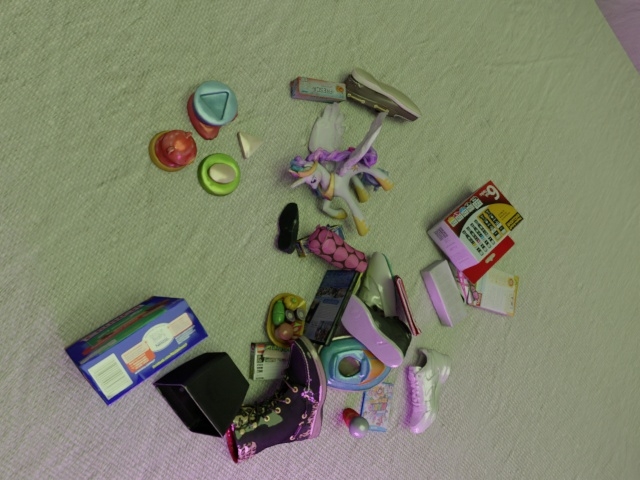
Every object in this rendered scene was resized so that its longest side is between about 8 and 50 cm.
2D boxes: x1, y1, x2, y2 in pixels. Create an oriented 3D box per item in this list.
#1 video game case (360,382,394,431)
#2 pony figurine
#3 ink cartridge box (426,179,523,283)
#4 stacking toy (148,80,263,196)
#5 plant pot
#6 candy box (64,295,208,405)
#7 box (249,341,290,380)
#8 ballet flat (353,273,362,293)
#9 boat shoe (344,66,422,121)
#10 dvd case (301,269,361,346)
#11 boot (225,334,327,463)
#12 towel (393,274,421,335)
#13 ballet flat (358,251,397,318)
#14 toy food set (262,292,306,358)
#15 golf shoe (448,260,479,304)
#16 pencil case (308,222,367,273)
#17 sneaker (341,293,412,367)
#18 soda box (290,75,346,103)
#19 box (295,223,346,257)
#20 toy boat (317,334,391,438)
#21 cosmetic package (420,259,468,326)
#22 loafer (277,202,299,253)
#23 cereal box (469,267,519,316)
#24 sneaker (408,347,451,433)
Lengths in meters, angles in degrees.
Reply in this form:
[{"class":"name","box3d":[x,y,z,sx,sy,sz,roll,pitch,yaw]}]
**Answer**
[{"class":"video game case","box3d":[0.195,0.580,1.846,0.119,0.015,0.166,16,79,-29]},{"class":"pony figurine","box3d":[0.083,-0.238,1.708,0.363,0.303,0.350,38,77,-39]},{"class":"ink cartridge box","box3d":[0.616,-0.031,2.016,0.309,0.130,0.271,-38,86,-27]},{"class":"stacking toy","box3d":[-0.304,-0.293,1.538,0.280,0.130,0.308,38,70,-23]},{"class":"plant pot","box3d":[-0.315,0.414,1.472,0.167,0.188,0.187,-44,109,-40]},{"class":"candy box","box3d":[-0.463,0.253,1.305,0.268,0.317,0.122,-34,103,-28]},{"class":"box","box3d":[-0.119,0.377,1.661,0.207,0.036,0.113,6,84,-30]},{"class":"ballet flat","box3d":[0.085,0.178,1.776,0.077,0.077,0.230,43,64,-41]},{"class":"boat shoe","box3d":[0.221,-0.498,1.877,0.325,0.096,0.116,20,37,-31]},{"class":"dvd case","box3d":[0.025,0.208,1.671,0.022,0.180,0.252,34,71,-26]},{"class":"boot","box3d":[-0.136,0.474,1.543,0.285,0.138,0.377,-13,124,-27]},{"class":"towel","box3d":[0.291,0.212,1.785,0.031,0.275,0.198,-19,86,5]},{"class":"ballet flat","box3d":[0.199,0.242,1.810,0.139,0.139,0.399,-16,98,-30]},{"class":"toy food set","box3d":[-0.095,0.261,1.635,0.128,0.071,0.217,19,64,-24]},{"class":"golf shoe","box3d":[0.537,0.162,2.039,0.086,0.067,0.186,-27,86,1]},{"class":"pencil case","box3d":[0.059,0.031,1.700,0.209,0.095,0.098,37,28,-35]},{"class":"sneaker","box3d":[0.176,0.265,1.710,0.295,0.104,0.147,47,31,11]},{"class":"soda box","box3d":[-0.007,-0.500,1.762,0.183,0.063,0.058,0,88,-30]},{"class":"box","box3d":[0.000,0.000,1.743,0.169,0.054,0.059,-23,99,-30]},{"class":"toy boat","box3d":[0.116,0.466,1.711,0.268,0.148,0.317,0,93,-14]},{"class":"cosmetic package","box3d":[0.469,0.201,2.001,0.099,0.060,0.238,-29,101,-30]},{"class":"loafer","box3d":[-0.098,-0.038,1.694,0.061,0.062,0.169,47,51,-62]},{"class":"cereal box","box3d":[0.704,0.203,2.146,0.240,0.047,0.172,18,78,-28]},{"class":"sneaker","box3d":[0.364,0.537,1.909,0.152,0.114,0.304,27,69,-12]}]
